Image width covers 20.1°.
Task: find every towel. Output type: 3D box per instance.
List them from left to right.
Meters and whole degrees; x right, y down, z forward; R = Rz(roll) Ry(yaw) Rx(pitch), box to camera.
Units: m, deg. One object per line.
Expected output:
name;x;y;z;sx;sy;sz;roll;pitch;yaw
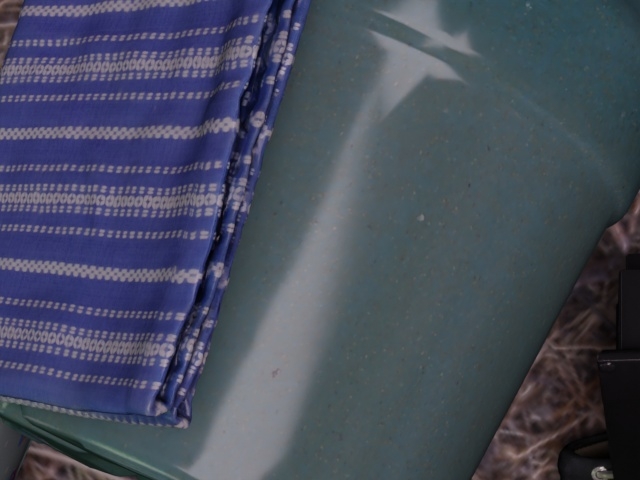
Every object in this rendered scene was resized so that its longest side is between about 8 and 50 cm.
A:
towel;-0.104;-0.080;0.910;0.040;0.243;0.336;24;76;-39

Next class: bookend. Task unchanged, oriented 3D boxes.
bookend;0.214;0.057;1.120;0.072;0.157;0.156;-2;51;12

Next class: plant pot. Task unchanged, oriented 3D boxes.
plant pot;0.000;0.000;1.016;0.341;0.341;0.334;25;77;-3

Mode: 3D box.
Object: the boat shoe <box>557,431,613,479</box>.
boat shoe;0.308;0.139;1.188;0.302;0.114;0.091;-17;100;-2

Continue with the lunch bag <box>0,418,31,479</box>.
lunch bag;-0.263;0.137;1.111;0.160;0.223;0.262;20;92;3
